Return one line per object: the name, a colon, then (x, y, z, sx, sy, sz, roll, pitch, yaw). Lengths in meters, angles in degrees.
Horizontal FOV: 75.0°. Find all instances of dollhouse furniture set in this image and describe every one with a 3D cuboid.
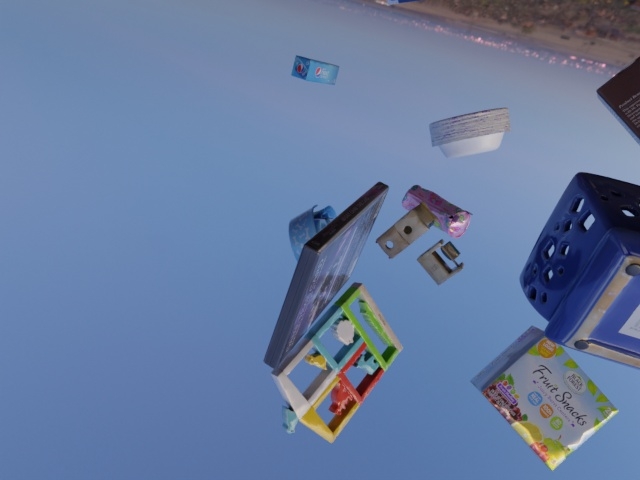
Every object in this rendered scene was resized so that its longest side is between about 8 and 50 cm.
dollhouse furniture set: (0.260, 0.019, 1.065, 0.183, 0.129, 0.129, 51, -151, 6)

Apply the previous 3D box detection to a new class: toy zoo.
toy zoo: (0.030, 0.249, 0.811, 0.293, 0.192, 0.030, -45, -156, -26)

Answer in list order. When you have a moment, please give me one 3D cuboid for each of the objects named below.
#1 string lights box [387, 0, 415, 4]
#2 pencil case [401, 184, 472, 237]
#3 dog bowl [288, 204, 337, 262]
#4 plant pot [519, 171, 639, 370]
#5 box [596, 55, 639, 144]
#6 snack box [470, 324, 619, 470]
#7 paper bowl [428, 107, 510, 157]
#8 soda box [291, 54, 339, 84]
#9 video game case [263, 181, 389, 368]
string lights box: (0.238, -0.476, 0.716, 0.133, 0.076, 0.260, -34, -145, -16)
pencil case: (0.454, -0.120, 1.648, 0.124, 0.124, 0.284, -6, -148, -33)
dog bowl: (0.000, 0.000, 1.050, 0.074, 0.165, 0.297, -18, 180, 15)
plant pot: (0.472, 0.061, 0.632, 0.236, 0.236, 0.212, 17, -148, 8)
box: (0.851, -0.360, 1.063, 0.167, 0.168, 0.203, -16, -110, -54)
snack box: (0.432, 0.302, 0.815, 0.207, 0.174, 0.070, 49, 180, -3)
paper bowl: (0.562, -0.397, 1.570, 0.284, 0.148, 0.284, -10, -172, 1)
soda box: (-0.015, -0.613, 1.508, 0.067, 0.071, 0.210, 27, -154, 22)
video game case: (0.018, 0.036, 0.610, 0.026, 0.196, 0.274, 29, -149, 14)
